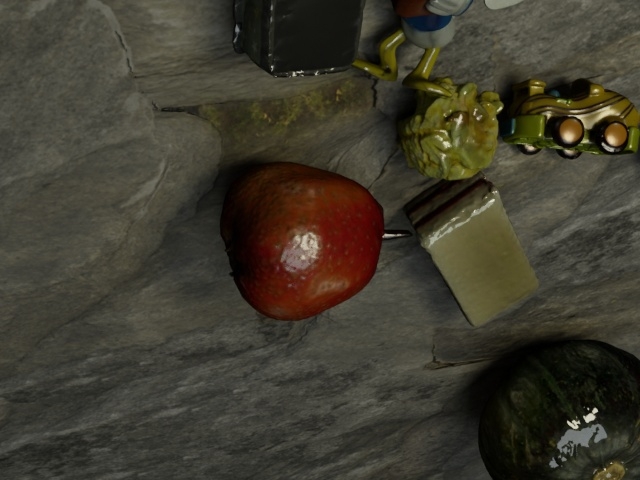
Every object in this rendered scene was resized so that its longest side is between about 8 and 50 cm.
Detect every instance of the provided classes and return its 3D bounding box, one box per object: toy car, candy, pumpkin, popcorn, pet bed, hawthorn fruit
[{"bbox_3d":[0.466,-0.230,1.323,0.248,0.200,0.142,5,93,-9],"label":"toy car"},{"bbox_3d":[0.317,0.019,1.471,0.180,0.135,0.320,-30,126,7],"label":"candy"},{"bbox_3d":[0.588,0.438,1.702,0.455,0.344,0.454,-11,130,-14],"label":"pumpkin"},{"bbox_3d":[0.235,-0.201,1.278,0.186,0.167,0.187,5,119,-20],"label":"popcorn"},{"bbox_3d":[-0.042,-0.374,1.098,0.183,0.159,0.210,-14,131,-25],"label":"pet bed"},{"bbox_3d":[0.000,0.000,1.280,0.369,0.284,0.284,0,123,-20],"label":"hawthorn fruit"}]

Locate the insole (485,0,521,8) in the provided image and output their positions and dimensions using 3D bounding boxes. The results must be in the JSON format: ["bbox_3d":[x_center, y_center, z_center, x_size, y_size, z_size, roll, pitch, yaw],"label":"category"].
[{"bbox_3d":[0.374,-0.462,1.236,0.197,0.004,0.065,-28,126,4],"label":"insole"}]

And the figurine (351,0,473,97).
[{"bbox_3d":[0.162,-0.416,1.101,0.205,0.283,0.338,24,99,16],"label":"figurine"}]
